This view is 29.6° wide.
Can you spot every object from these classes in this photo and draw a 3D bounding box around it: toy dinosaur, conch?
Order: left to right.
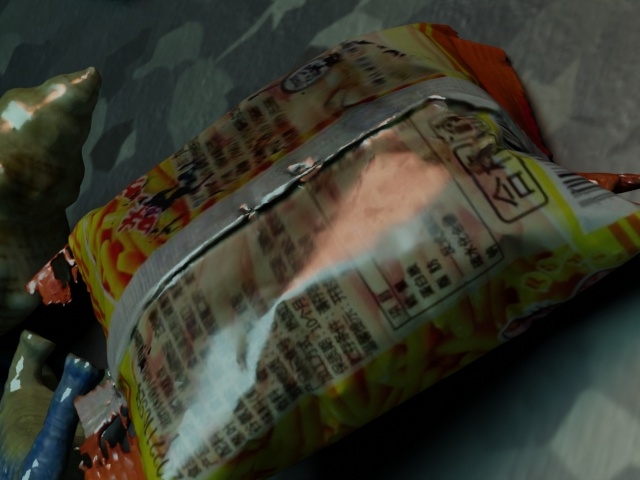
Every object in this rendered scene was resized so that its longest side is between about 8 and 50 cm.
[{"bbox_3d":[-0.275,0.012,0.779,0.386,0.203,0.170,-28,74,24],"label":"conch"},{"bbox_3d":[-0.169,0.145,0.662,0.247,0.075,0.188,12,72,58],"label":"toy dinosaur"}]

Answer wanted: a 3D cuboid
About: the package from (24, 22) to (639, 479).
[{"bbox_3d":[-0.003,-0.003,0.556,0.288,0.108,0.223,-30,38,-3],"label":"package"}]
